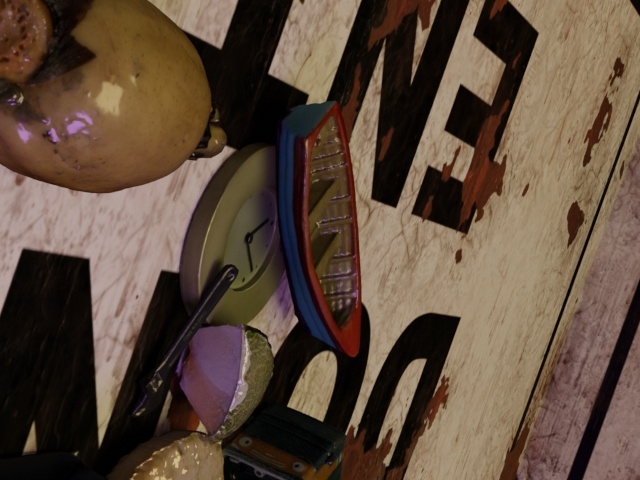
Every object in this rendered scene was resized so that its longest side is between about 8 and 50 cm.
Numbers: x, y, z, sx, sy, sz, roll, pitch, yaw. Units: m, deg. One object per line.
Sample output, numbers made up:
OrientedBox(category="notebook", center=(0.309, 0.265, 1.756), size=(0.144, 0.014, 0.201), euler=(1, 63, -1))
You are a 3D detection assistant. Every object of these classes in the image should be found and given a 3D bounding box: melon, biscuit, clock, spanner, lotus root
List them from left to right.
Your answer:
OrientedBox(category="lotus root", center=(-0.179, -0.120, 1.021), size=(0.310, 0.183, 0.182), euler=(20, 91, -66))
OrientedBox(category="biscuit", center=(-0.204, 0.318, 1.419), size=(0.281, 0.084, 0.179), euler=(-45, 146, -41))
OrientedBox(category="spanner", center=(-0.155, 0.115, 1.402), size=(0.208, 0.012, 0.046), euler=(-56, 147, 0))
OrientedBox(category="melon", center=(-0.116, 0.180, 1.478), size=(0.202, 0.093, 0.139), euler=(79, 23, -60))
OrientedBox(category="clock", center=(-0.092, -0.004, 1.476), size=(0.235, 0.029, 0.235), euler=(-46, 146, -45))

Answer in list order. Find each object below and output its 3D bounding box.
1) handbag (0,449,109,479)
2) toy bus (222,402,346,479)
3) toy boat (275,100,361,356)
OrientedBox(category="handbag", center=(-0.325, 0.367, 1.171), size=(0.329, 0.122, 0.303), euler=(14, 96, -64))
OrientedBox(category="toy bus", center=(-0.057, 0.374, 1.701), size=(0.167, 0.138, 0.275), euler=(-43, 146, -47))
OrientedBox(category="toy boat", center=(0.000, 0.000, 1.542), size=(0.136, 0.079, 0.392), euler=(-54, 150, -40))
